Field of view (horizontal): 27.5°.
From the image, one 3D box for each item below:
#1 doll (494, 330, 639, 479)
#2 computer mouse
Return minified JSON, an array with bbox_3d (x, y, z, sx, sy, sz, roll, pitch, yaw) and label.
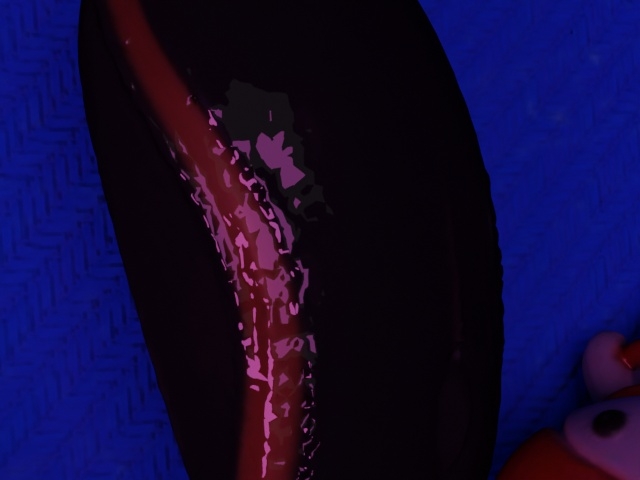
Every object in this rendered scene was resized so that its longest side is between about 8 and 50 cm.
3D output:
[{"bbox_3d":[0.150,0.141,0.572,0.161,0.130,0.290,22,50,14],"label":"doll"},{"bbox_3d":[0.004,-0.001,0.537,0.183,0.116,0.323,-22,98,-52],"label":"computer mouse"}]
